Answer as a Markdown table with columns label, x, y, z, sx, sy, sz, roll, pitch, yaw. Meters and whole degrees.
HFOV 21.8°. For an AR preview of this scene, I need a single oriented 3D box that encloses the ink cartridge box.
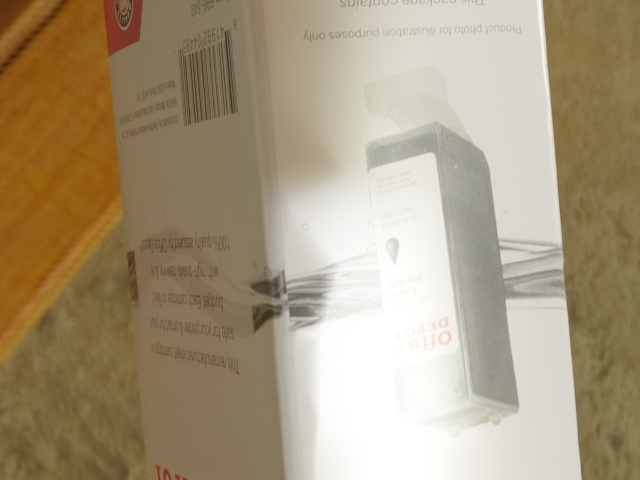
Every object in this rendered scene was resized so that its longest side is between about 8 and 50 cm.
| label | x | y | z | sx | sy | sz | roll | pitch | yaw |
| --- | --- | --- | --- | --- | --- | --- | --- | --- | --- |
| ink cartridge box | 0.000 | 0.000 | 0.503 | 0.092 | 0.158 | 0.217 | -4 | 91 | -20 |
